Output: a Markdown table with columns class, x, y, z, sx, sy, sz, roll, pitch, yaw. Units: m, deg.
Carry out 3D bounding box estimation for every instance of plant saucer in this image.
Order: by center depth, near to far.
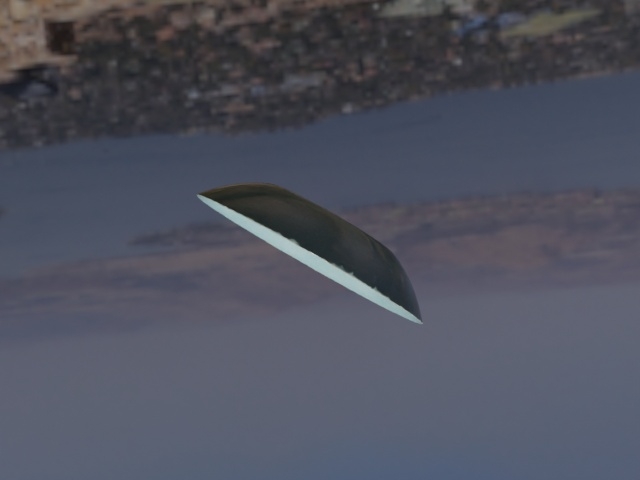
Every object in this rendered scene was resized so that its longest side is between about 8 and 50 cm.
| class | x | y | z | sx | sy | sz | roll | pitch | yaw |
| --- | --- | --- | --- | --- | --- | --- | --- | --- | --- |
| plant saucer | 0.000 | 0.000 | 1.035 | 0.195 | 0.037 | 0.195 | 30 | 176 | 2 |
